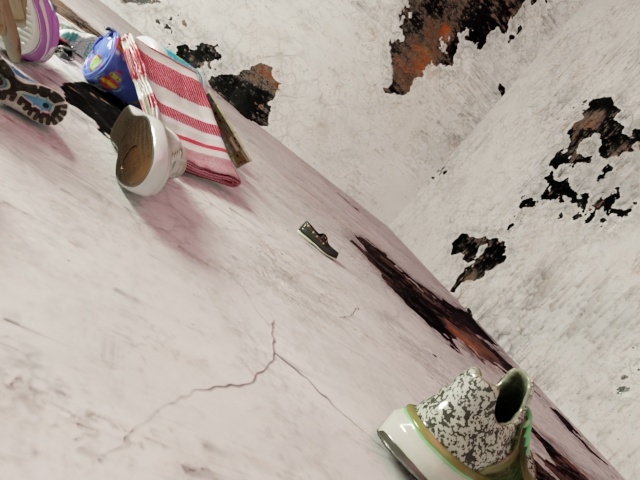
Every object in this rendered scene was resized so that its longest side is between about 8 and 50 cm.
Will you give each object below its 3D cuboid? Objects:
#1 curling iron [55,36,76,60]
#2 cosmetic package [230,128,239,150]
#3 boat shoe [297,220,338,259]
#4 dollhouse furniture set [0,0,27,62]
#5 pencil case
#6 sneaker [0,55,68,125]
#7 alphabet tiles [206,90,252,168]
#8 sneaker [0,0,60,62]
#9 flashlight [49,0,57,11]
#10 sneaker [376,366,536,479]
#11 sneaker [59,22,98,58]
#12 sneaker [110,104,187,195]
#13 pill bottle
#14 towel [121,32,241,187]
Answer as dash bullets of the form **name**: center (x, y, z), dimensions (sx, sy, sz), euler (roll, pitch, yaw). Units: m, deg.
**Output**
- **curling iron**: center (-0.632, -0.466, 1.083), dimensions (0.274, 0.035, 0.068), euler (33, 12, -37)
- **cosmetic package**: center (-0.266, -0.289, 1.531), dimensions (0.060, 0.041, 0.115), euler (46, -14, 23)
- **boat shoe**: center (0.000, 0.000, 1.394), dimensions (0.133, 0.042, 0.049), euler (40, 8, -12)
- **dollhouse furniture set**: center (-0.594, -0.385, 0.678), dimensions (0.355, 0.174, 0.303), euler (-3, 70, -20)
- **pencil case**: center (-0.404, -0.362, 1.231), dimensions (0.306, 0.119, 0.133), euler (30, 32, -50)
- **sneaker**: center (-0.432, -0.211, 0.709), dimensions (0.073, 0.063, 0.162), euler (23, -10, 48)
- **alphabet tiles**: center (-0.262, -0.287, 1.412), dimensions (0.198, 0.009, 0.237), euler (59, -16, -12)
- **sneaker**: center (-0.535, -0.462, 0.931), dimensions (0.102, 0.282, 0.161), euler (-1, 9, -6)
- **flashlight**: center (-0.711, -0.572, 1.105), dimensions (0.304, 0.103, 0.103), euler (7, 61, -79)
- **sneaker**: center (0.256, 0.273, 0.749), dimensions (0.410, 0.182, 0.158), euler (29, 15, -51)
- **sneaker**: center (-0.595, -0.488, 1.255), dimensions (0.076, 0.065, 0.166), euler (37, 8, 0)
- **sneaker**: center (-0.257, -0.138, 0.847), dimensions (0.123, 0.106, 0.290), euler (30, 13, -35)
- **pill bottle**: center (-0.410, -0.427, 1.424), dimensions (0.146, 0.146, 0.264), euler (45, 11, 26)
- **towel**: center (-0.298, -0.280, 1.146), dimensions (0.237, 0.037, 0.329), euler (13, 50, -62)
